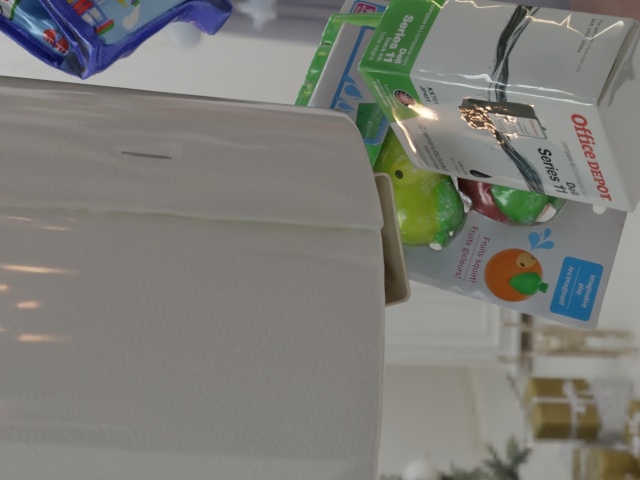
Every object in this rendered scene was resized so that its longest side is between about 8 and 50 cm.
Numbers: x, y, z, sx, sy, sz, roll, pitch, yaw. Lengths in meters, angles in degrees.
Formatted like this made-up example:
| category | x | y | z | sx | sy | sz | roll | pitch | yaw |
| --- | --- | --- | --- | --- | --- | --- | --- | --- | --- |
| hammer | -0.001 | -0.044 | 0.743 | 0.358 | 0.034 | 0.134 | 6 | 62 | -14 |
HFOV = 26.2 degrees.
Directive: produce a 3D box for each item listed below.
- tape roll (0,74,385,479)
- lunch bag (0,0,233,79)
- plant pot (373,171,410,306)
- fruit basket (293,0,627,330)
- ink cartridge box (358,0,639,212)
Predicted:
| category | x | y | z | sx | sy | sz | roll | pitch | yaw |
| --- | --- | --- | --- | --- | --- | --- | --- | --- | --- |
| tape roll | -0.084 | 0.057 | 0.585 | 0.246 | 0.169 | 0.246 | -176 | 90 | -79 |
| lunch bag | -0.181 | -0.247 | 0.987 | 0.221 | 0.293 | 0.138 | -45 | -3 | -40 |
| plant pot | 0.000 | 0.000 | 1.124 | 0.096 | 0.109 | 0.109 | -143 | 41 | -70 |
| fruit basket | 0.143 | -0.100 | 1.386 | 0.165 | 0.353 | 0.327 | 74 | -146 | -58 |
| ink cartridge box | 0.157 | -0.112 | 1.096 | 0.087 | 0.208 | 0.153 | -63 | -34 | -21 |
